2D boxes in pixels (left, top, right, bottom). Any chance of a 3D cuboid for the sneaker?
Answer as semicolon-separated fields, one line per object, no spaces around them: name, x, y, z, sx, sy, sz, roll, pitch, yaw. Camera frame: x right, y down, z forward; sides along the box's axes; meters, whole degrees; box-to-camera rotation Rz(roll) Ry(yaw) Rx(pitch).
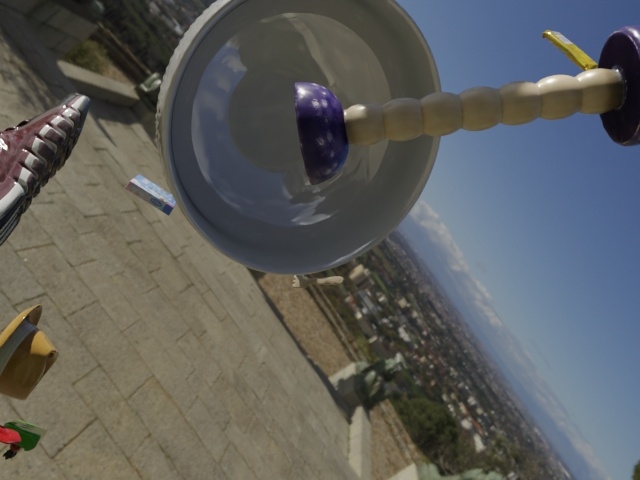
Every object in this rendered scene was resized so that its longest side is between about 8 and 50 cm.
sneaker;-0.419;-0.129;0.738;0.163;0.106;0.281;29;45;-15

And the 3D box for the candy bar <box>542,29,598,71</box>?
candy bar;0.462;-0.345;1.067;0.161;0.040;0.018;-113;-151;-42

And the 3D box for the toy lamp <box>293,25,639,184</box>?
toy lamp;0.123;-0.088;0.384;0.080;0.275;0.080;-9;90;-84

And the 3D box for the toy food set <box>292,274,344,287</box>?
toy food set;0.000;0.000;1.195;0.038;0.133;0.192;45;46;-55

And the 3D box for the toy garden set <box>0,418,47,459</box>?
toy garden set;-0.447;0.202;0.657;0.244;0.049;0.204;26;-21;-13

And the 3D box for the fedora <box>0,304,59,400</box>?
fedora;-0.482;0.198;0.944;0.079;0.194;0.194;30;12;-8

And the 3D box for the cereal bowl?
cereal bowl;-0.031;-0.137;0.692;0.339;0.339;0.141;49;-4;-34

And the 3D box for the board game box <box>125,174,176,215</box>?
board game box;-0.311;-0.086;1.083;0.090;0.020;0.090;32;8;-14
